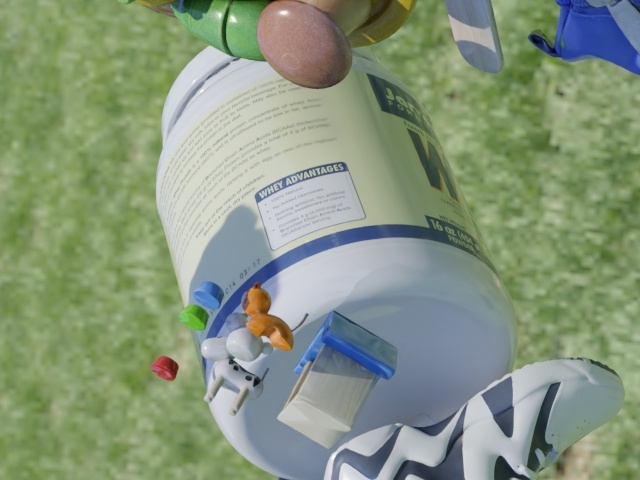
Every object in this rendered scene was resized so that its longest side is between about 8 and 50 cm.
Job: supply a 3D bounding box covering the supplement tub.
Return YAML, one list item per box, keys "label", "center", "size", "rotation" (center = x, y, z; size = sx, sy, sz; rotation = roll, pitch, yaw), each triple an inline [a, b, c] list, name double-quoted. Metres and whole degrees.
- label: "supplement tub"
  center: [0.000, 0.000, 1.357]
  size: [0.324, 0.235, 0.235]
  rotation: [-109, 32, -44]

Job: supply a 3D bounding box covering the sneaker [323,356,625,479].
- label: "sneaker"
  center: [0.135, 0.184, 1.223]
  size: [0.094, 0.235, 0.153]
  rotation: [101, 147, -50]

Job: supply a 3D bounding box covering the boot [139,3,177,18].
- label: "boot"
  center: [-0.028, -0.251, 1.155]
  size: [0.262, 0.095, 0.203]
  rotation: [-3, 43, 52]

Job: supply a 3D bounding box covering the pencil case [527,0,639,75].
- label: "pencil case"
  center: [0.264, -0.116, 0.889]
  size: [0.133, 0.306, 0.119]
  rotation: [-46, -31, -51]

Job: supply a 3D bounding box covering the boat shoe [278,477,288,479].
- label: "boat shoe"
  center: [-0.014, 0.187, 1.487]
  size: [0.065, 0.075, 0.206]
  rotation: [-5, 57, 45]

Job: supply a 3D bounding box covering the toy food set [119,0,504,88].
- label: "toy food set"
  center: [-0.026, -0.131, 0.853]
  size: [0.071, 0.218, 0.128]
  rotation: [-56, -30, -35]

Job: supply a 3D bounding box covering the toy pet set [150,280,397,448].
- label: "toy pet set"
  center: [-0.017, 0.051, 0.923]
  size: [0.065, 0.114, 0.122]
  rotation: [-61, 5, -29]
